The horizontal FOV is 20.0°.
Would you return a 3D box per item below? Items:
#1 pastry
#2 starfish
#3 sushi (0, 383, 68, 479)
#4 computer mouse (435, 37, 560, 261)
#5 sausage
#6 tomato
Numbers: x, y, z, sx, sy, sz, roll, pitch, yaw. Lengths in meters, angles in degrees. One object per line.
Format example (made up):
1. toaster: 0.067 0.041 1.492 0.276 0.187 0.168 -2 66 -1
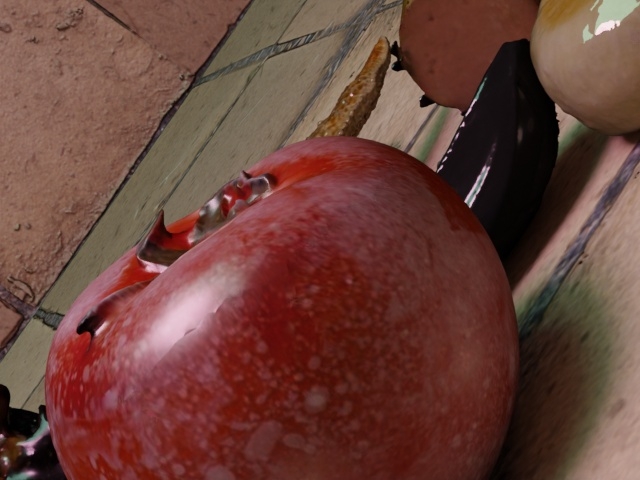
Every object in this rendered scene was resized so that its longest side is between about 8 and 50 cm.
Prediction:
1. pastry: 0.200 -0.141 1.113 0.156 0.092 0.156 -45 22 24
2. starfish: -0.008 -0.004 1.459 0.375 0.094 0.327 -67 18 -6
3. sushi: -0.317 0.247 1.657 0.215 0.212 0.227 -30 28 59
4. computer mouse: 0.102 -0.025 1.180 0.217 0.073 0.122 -62 -5 8
5. sausage: 0.124 -0.207 1.490 0.125 0.117 0.317 -34 17 17
6. tomato: -0.015 0.078 0.997 0.270 0.227 0.270 -31 15 9
